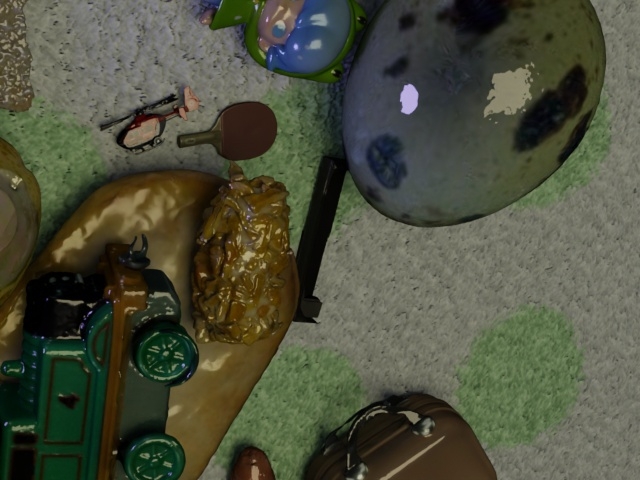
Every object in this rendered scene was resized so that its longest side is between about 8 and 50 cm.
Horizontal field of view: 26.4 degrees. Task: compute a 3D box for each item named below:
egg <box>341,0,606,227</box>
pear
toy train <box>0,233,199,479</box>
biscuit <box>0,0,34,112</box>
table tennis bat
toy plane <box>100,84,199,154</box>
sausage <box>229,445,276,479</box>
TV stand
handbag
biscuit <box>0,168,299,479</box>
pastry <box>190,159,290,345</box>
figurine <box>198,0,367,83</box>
[{"bbox_3d":[0.208,-0.213,1.943,0.345,0.345,0.428,36,97,-33],"label":"egg"},{"bbox_3d":[-0.477,-0.018,1.717,0.271,0.271,0.271,-10,112,-25],"label":"pear"},{"bbox_3d":[-0.306,0.192,1.804,0.249,0.178,0.429,3,110,-17],"label":"toy train"},{"bbox_3d":[-0.434,-0.286,1.755,0.133,0.032,0.250,-4,110,-26],"label":"biscuit"},{"bbox_3d":[-0.134,-0.154,1.977,0.156,0.013,0.087,-13,115,-26],"label":"table tennis bat"},{"bbox_3d":[-0.233,-0.164,1.905,0.145,0.037,0.060,-27,108,-13],"label":"toy plane"},{"bbox_3d":[-0.075,0.467,2.190,0.087,0.079,0.327,-26,117,-6],"label":"sausage"},{"bbox_3d":[0.000,0.000,2.085,0.049,0.040,0.256,7,104,-30],"label":"TV stand"},{"bbox_3d":[0.118,0.374,2.222,0.302,0.149,0.283,-31,122,-13],"label":"handbag"},{"bbox_3d":[-0.239,0.102,1.958,0.429,0.104,0.446,30,95,-34],"label":"biscuit"},{"bbox_3d":[-0.114,0.022,1.866,0.154,0.102,0.250,-8,113,-29],"label":"pastry"},{"bbox_3d":[-0.066,-0.322,1.887,0.263,0.143,0.162,25,87,-16],"label":"figurine"}]
